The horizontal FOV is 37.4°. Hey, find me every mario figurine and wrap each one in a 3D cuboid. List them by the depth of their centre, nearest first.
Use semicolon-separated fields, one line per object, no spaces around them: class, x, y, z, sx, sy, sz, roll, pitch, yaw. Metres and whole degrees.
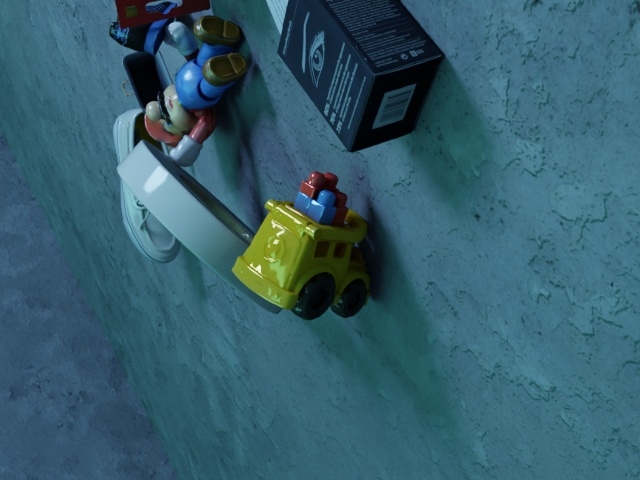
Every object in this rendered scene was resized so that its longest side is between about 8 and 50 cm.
mario figurine;-0.253;-0.267;1.734;0.170;0.198;0.320;30;147;-10

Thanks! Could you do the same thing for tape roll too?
tape roll;-0.194;-0.024;1.685;0.392;0.072;0.392;43;-179;-1

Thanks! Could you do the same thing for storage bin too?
storage bin;-0.377;-0.332;2.052;0.135;0.098;0.091;67;165;6

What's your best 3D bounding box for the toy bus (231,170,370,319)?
toy bus;0.000;0.000;1.475;0.149;0.220;0.211;31;106;36

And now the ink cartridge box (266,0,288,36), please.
ink cartridge box;-0.063;-0.416;1.409;0.223;0.045;0.224;68;155;3

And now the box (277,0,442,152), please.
box;0.045;-0.248;1.250;0.207;0.108;0.153;58;153;24

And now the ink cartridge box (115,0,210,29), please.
ink cartridge box;-0.276;-0.486;1.622;0.056;0.181;0.225;37;140;54

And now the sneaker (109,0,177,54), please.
sneaker;-0.329;-0.411;1.777;0.232;0.090;0.081;-86;14;-67

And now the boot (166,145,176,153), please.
boot;-0.301;-0.222;2.034;0.087;0.042;0.118;-6;103;62

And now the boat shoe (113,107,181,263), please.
boat shoe;-0.377;-0.126;2.172;0.156;0.136;0.367;-2;97;60
